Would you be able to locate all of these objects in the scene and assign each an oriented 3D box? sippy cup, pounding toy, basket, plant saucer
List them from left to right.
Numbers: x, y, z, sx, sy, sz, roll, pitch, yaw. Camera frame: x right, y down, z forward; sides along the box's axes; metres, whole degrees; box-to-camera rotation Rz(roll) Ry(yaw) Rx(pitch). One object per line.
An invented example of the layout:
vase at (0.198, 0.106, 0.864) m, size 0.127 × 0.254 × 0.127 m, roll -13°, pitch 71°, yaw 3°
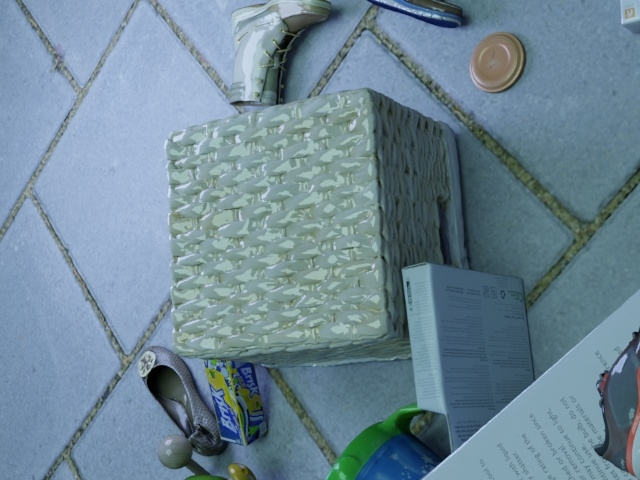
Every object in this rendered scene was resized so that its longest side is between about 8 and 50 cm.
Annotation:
pounding toy at (-0.126, 0.380, 1.438) m, size 0.110 × 0.183 × 0.237 m, roll -43°, pitch 52°, yaw -2°
basket at (0.000, 0.000, 1.262) m, size 0.331 × 0.266 × 0.328 m, roll -8°, pitch 80°, yaw 26°
sippy cup at (0.130, 0.373, 1.179) m, size 0.224 × 0.240 × 0.305 m, roll 20°, pitch 122°, yaw 29°
plant saucer at (0.237, -0.241, 1.291) m, size 0.083 × 0.013 × 0.083 m, roll -7°, pitch 79°, yaw 39°

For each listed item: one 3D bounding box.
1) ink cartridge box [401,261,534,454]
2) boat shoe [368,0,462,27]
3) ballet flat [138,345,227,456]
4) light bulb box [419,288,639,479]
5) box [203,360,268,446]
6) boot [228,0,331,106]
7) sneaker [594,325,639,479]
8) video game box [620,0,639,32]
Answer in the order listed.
ink cartridge box at (0.187, 0.147, 1.145) m, size 0.045 × 0.223 × 0.224 m, roll -17°, pitch 72°, yaw 38°
boat shoe at (0.134, -0.353, 1.359) m, size 0.183 × 0.066 × 0.066 m, roll 31°, pitch 103°, yaw 38°
ballet flat at (-0.242, 0.266, 1.598) m, size 0.250 × 0.058 × 0.084 m, roll 47°, pitch 113°, yaw 34°
light bulb box at (0.350, 0.219, 0.909) m, size 0.361 × 0.358 × 0.225 m, roll -49°, pitch 54°, yaw 26°
box at (-0.133, 0.228, 1.473) m, size 0.059 × 0.054 × 0.169 m, roll 4°, pitch 111°, yaw 40°
boot at (-0.068, -0.296, 1.516) m, size 0.213 × 0.077 × 0.165 m, roll -1°, pitch 83°, yaw 45°
sneaker at (0.244, 0.104, 0.746) m, size 0.065 × 0.061 × 0.158 m, roll 11°, pitch 88°, yaw 48°
video game box at (0.447, -0.357, 1.109) m, size 0.205 × 0.048 × 0.187 m, roll -8°, pitch 81°, yaw 39°
